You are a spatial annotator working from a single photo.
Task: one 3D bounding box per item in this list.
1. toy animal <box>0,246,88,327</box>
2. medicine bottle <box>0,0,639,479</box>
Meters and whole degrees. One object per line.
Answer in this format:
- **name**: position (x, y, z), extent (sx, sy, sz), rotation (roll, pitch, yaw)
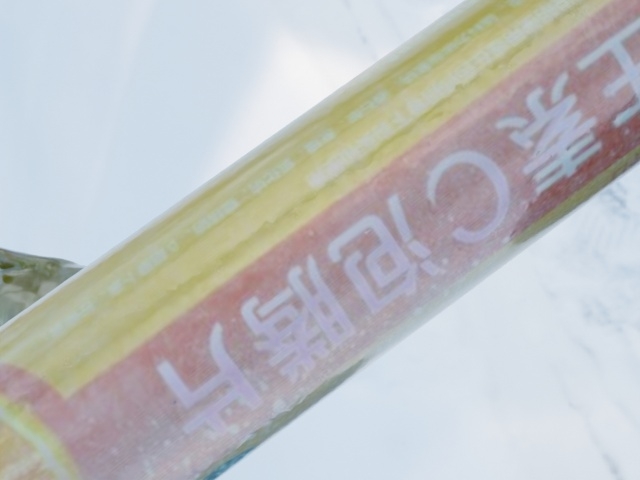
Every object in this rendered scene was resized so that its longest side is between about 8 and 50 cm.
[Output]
- **toy animal**: position (-0.214, 0.176, 0.872), extent (0.181, 0.180, 0.363), rotation (2, 68, 18)
- **medicine bottle**: position (0.000, 0.000, 0.391), extent (0.426, 0.108, 0.108), rotation (-37, 49, -6)
